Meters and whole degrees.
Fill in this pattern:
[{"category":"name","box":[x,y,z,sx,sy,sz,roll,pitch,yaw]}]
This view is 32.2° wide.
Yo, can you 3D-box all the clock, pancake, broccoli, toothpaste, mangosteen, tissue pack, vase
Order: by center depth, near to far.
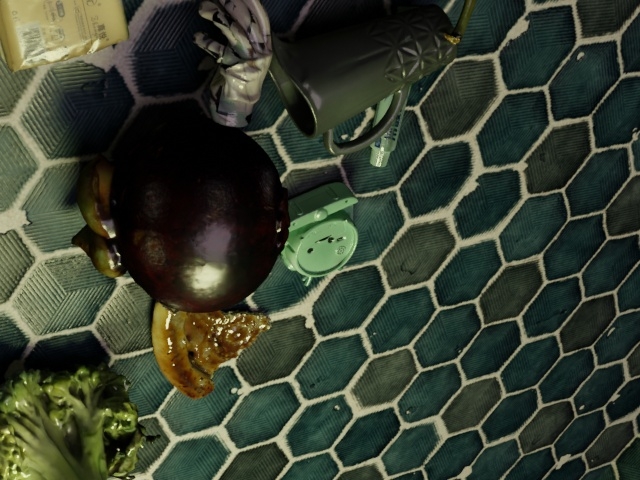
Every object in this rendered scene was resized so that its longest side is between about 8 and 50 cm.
[{"category":"tissue pack","box":[-0.364,-0.351,1.477,0.186,0.090,0.222,-21,133,-15]},{"category":"mangosteen","box":[-0.222,-0.036,1.712,0.346,0.307,0.307,-1,132,5]},{"category":"vase","box":[0.072,-0.272,1.785,0.300,0.156,0.251,-25,123,-15]},{"category":"broccoli","box":[-0.431,0.363,1.884,0.293,0.281,0.348,-36,143,-1]},{"category":"toothpaste","box":[0.132,-0.265,1.923,0.074,0.048,0.297,-6,125,-29]},{"category":"clock","box":[0.000,0.000,2.037,0.159,0.066,0.211,-25,136,-14]},{"category":"pancake","box":[-0.195,0.178,2.057,0.244,0.057,0.266,-17,132,-23]}]

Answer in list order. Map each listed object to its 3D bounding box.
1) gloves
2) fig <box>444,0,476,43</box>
[{"category":"gloves","box":[-0.121,-0.285,1.648,0.127,0.111,0.212,-26,136,-54]},{"category":"fig","box":[0.237,-0.443,1.717,0.151,0.151,0.259,-9,93,-29]}]
